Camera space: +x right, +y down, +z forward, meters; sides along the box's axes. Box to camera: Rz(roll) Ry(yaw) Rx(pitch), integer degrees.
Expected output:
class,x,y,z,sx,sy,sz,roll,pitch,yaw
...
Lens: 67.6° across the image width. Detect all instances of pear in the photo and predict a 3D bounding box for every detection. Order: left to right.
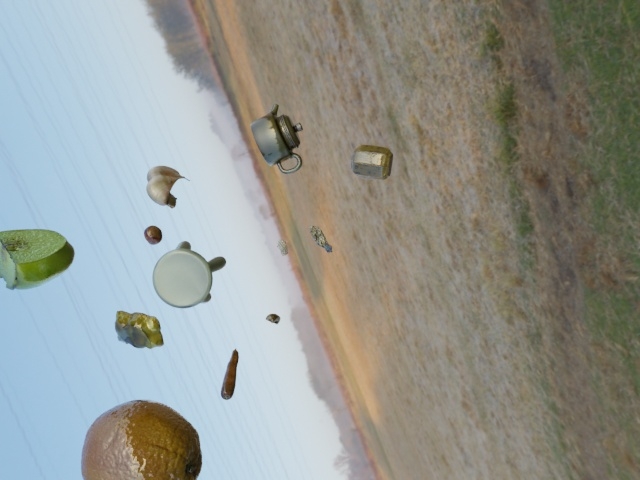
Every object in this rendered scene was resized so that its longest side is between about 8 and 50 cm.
class,x,y,z,sx,sy,sz,roll,pitch,yaw
pear,-1.118,0.070,1.889,0.292,0.291,0.160,-114,31,-56

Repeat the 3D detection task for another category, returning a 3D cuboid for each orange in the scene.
class,x,y,z,sx,sy,sz,roll,pitch,yaw
orange,-0.536,0.654,1.456,0.322,0.356,0.323,4,-90,-67

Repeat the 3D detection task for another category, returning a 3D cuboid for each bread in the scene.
class,x,y,z,sx,sy,sz,roll,pitch,yaw
bread,-0.787,0.390,2.051,0.088,0.232,0.161,-62,-32,-57

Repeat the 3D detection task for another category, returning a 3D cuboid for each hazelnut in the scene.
class,x,y,z,sx,sy,sz,roll,pitch,yaw
hazelnut,-0.732,-0.023,2.080,0.086,0.086,0.086,158,90,-88

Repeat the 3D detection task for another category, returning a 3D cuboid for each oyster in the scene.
class,x,y,z,sx,sy,sz,roll,pitch,yaw
oyster,-0.004,-0.007,2.332,0.105,0.056,0.177,45,168,52

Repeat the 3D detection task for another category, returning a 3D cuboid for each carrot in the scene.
class,x,y,z,sx,sy,sz,roll,pitch,yaw
carrot,-0.374,0.556,1.996,0.248,0.058,0.059,-88,-18,-53

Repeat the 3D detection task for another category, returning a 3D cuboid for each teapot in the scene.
class,x,y,z,sx,sy,sz,roll,pitch,yaw
teapot,-0.145,-0.386,1.818,0.185,0.175,0.268,-38,-75,-79

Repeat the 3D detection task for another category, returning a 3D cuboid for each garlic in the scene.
class,x,y,z,sx,sy,sz,roll,pitch,yaw
garlic,-0.500,-0.176,1.532,0.124,0.099,0.175,31,-158,-25

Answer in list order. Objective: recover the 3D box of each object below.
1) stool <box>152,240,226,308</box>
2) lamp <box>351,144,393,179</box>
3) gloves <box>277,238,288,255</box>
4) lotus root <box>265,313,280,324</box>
class,x,y,z,sx,sy,sz,roll,pitch,yaw
stool,-0.448,0.119,1.627,0.195,0.196,0.199,24,-178,-3
lamp,0.243,-0.367,2.249,0.161,0.184,0.162,11,-90,-75
gloves,-0.150,0.032,1.951,0.044,0.037,0.081,-32,-88,-50
lotus root,-0.158,0.260,1.607,0.037,0.030,0.083,28,173,14
